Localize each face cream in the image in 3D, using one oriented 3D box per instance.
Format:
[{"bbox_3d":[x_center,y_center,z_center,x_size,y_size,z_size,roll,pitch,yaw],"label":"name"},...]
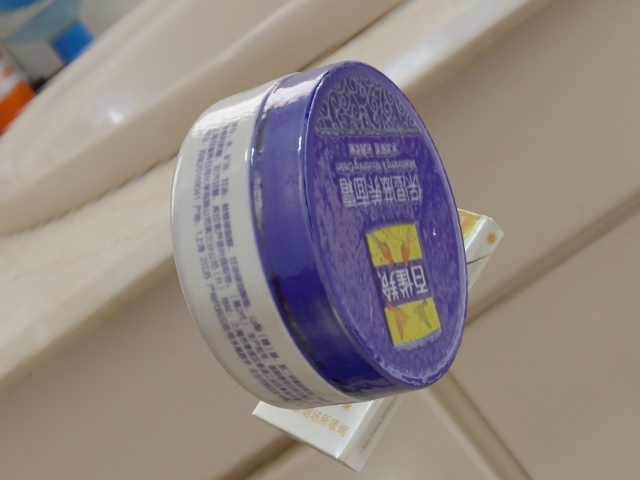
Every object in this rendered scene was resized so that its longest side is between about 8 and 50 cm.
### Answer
[{"bbox_3d":[0.000,0.000,0.903,0.111,0.206,0.206,-15,27,30],"label":"face cream"}]

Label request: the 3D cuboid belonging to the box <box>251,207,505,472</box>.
[{"bbox_3d":[0.045,0.067,1.158,0.122,0.032,0.220,18,71,51],"label":"box"}]
